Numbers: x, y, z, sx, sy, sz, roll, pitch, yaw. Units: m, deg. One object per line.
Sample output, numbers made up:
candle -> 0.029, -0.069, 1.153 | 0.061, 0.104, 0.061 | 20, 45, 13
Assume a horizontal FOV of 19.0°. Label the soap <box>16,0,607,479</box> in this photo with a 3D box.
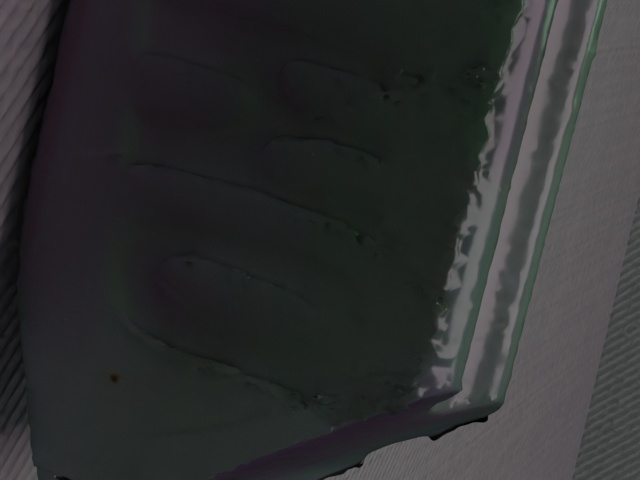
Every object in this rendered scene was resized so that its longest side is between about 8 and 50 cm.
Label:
soap -> -0.005, -0.065, 1.020 | 0.156, 0.261, 0.446 | -8, 113, -70
